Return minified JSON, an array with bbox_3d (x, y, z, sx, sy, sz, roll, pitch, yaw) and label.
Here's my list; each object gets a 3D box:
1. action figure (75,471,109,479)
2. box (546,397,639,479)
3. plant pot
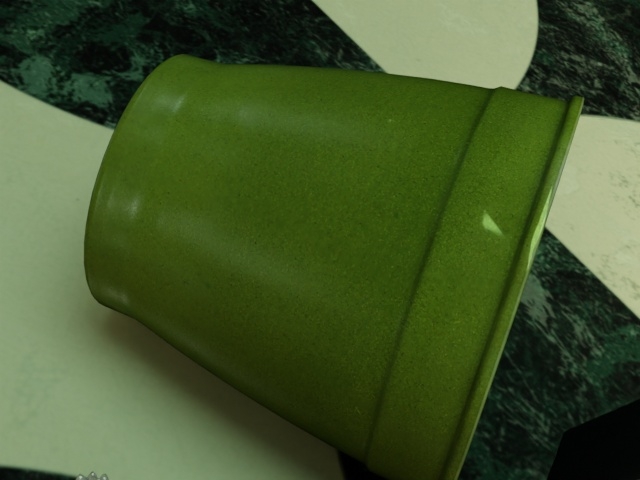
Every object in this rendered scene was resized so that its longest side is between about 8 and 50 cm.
[{"bbox_3d":[-0.080,0.314,0.801,0.370,0.248,0.276,-4,94,-11],"label":"action figure"},{"bbox_3d":[0.405,0.304,0.719,0.471,0.480,0.297,27,68,-2],"label":"box"},{"bbox_3d":[0.000,0.000,0.988,0.353,0.366,0.366,19,44,9],"label":"plant pot"}]
